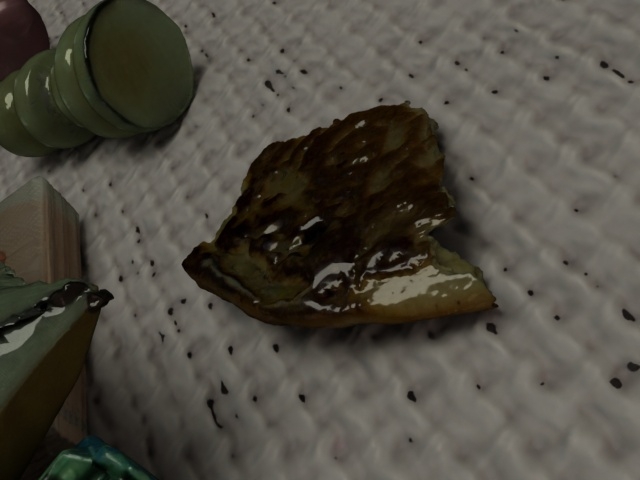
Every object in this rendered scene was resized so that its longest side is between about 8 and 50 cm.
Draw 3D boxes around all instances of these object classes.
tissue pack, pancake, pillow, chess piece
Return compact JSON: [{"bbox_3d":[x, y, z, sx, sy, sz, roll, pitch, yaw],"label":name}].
[{"bbox_3d":[-0.278,0.095,0.909,0.170,0.071,0.325,-33,37,12],"label":"tissue pack"},{"bbox_3d":[0.000,0.000,0.750,0.212,0.056,0.257,-27,31,11],"label":"pancake"},{"bbox_3d":[-0.277,0.139,0.694,0.312,0.119,0.310,-54,27,-15],"label":"pillow"},{"bbox_3d":[-0.253,-0.150,1.092,0.243,0.133,0.133,-13,46,42],"label":"chess piece"}]

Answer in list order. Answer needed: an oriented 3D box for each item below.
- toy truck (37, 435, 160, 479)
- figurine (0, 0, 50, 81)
[{"bbox_3d":[-0.158,0.251,0.575,0.279,0.155,0.156,-51,19,-8],"label":"toy truck"},{"bbox_3d":[-0.405,-0.225,1.274,0.173,0.173,0.173,-26,40,24],"label":"figurine"}]
